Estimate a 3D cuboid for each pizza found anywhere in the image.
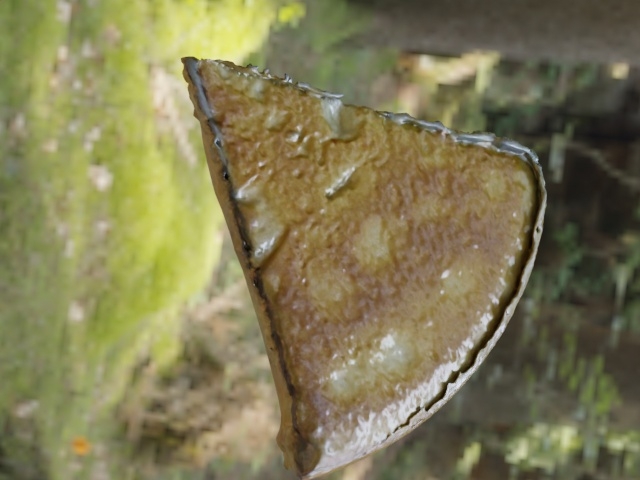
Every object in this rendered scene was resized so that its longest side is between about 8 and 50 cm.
[{"bbox_3d":[0.000,0.000,0.759,0.036,0.176,0.185,-32,-154,58],"label":"pizza"}]
